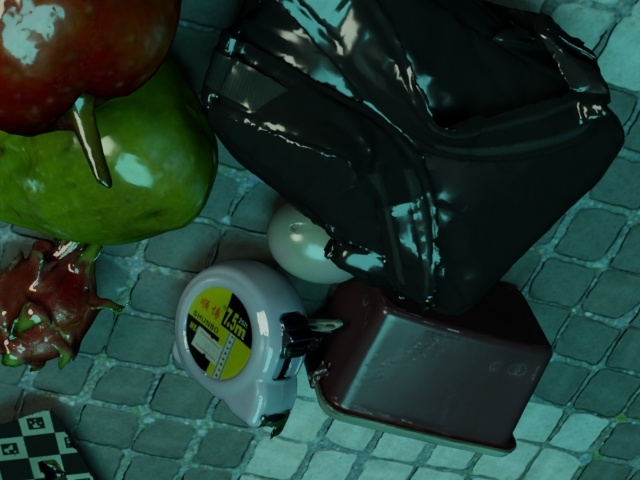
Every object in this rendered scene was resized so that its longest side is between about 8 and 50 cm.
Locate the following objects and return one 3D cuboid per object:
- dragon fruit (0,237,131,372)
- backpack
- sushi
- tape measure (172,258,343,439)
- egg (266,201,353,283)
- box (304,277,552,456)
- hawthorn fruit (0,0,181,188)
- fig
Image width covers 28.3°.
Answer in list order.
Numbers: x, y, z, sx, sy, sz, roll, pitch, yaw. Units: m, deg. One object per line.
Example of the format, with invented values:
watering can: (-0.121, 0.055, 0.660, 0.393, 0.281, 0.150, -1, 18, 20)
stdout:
dragon fruit: (-0.310, 0.059, 1.521, 0.236, 0.135, 0.137, -45, 117, 3)
backpack: (0.084, -0.128, 1.354, 0.445, 0.255, 0.363, 30, 112, -24)
sushi: (-0.402, 0.337, 1.771, 0.192, 0.043, 0.280, -18, 128, 6)
tape measure: (-0.088, 0.114, 1.560, 0.105, 0.196, 0.178, -3, 125, -50)
egg: (0.000, 0.000, 1.527, 0.135, 0.103, 0.103, 18, 123, -21)
box: (0.139, 0.137, 1.604, 0.294, 0.193, 0.167, 15, 118, -20)
hawthorn fruit: (-0.251, -0.219, 1.145, 0.284, 0.285, 0.369, -25, 85, 11)
fig: (-0.265, -0.103, 1.337, 0.314, 0.233, 0.233, -1, 128, -2)
